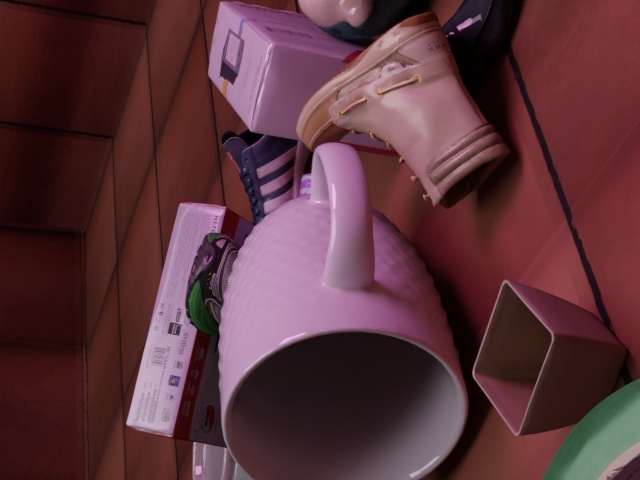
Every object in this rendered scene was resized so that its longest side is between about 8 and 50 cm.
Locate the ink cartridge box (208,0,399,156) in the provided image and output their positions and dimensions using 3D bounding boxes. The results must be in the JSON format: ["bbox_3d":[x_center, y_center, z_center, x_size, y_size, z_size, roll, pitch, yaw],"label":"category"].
[{"bbox_3d":[-0.018,-0.238,1.636,0.306,0.226,0.131,-128,48,-63],"label":"ink cartridge box"}]

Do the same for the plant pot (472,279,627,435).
[{"bbox_3d":[0.220,0.111,1.072,0.109,0.096,0.109,-122,42,-59],"label":"plant pot"}]

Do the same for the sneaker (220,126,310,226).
[{"bbox_3d":[-0.103,-0.112,1.936,0.131,0.148,0.349,-148,66,-68],"label":"sneaker"}]

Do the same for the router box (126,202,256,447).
[{"bbox_3d":[-0.147,0.143,1.744,0.301,0.082,0.335,33,-113,-63],"label":"router box"}]

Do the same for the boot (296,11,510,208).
[{"bbox_3d":[0.093,-0.120,1.358,0.262,0.095,0.203,-37,80,44],"label":"boot"}]

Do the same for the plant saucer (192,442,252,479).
[{"bbox_3d":[-0.149,0.372,1.985,0.400,0.101,0.400,-174,90,-70],"label":"plant saucer"}]

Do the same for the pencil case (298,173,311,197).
[{"bbox_3d":[0.000,0.000,1.712,0.088,0.086,0.206,160,115,-74],"label":"pencil case"}]

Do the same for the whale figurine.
[{"bbox_3d":[0.095,-0.365,1.546,0.272,0.141,0.216,-12,53,45],"label":"whale figurine"}]

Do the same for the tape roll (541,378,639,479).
[{"bbox_3d":[0.280,0.244,0.762,0.321,0.077,0.321,-17,67,49],"label":"tape roll"}]

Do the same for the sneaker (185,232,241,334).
[{"bbox_3d":[-0.072,0.094,1.613,0.146,0.343,0.134,5,66,30],"label":"sneaker"}]

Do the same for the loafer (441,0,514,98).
[{"bbox_3d":[0.162,-0.224,1.356,0.076,0.078,0.223,-104,29,-43],"label":"loafer"}]

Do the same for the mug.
[{"bbox_3d":[0.016,0.063,1.353,0.328,0.276,0.374,-98,10,-53],"label":"mug"}]
